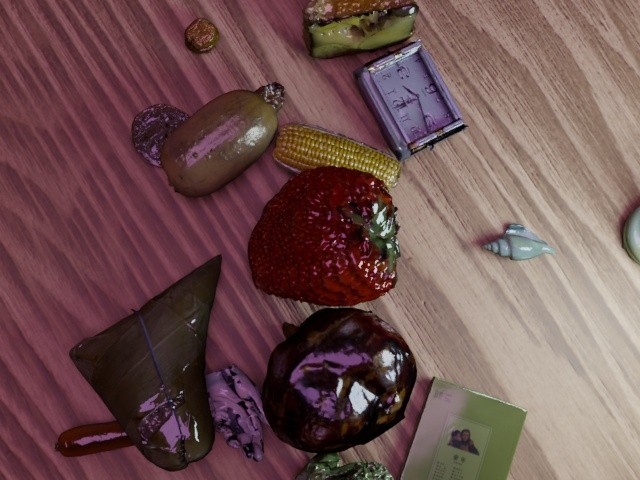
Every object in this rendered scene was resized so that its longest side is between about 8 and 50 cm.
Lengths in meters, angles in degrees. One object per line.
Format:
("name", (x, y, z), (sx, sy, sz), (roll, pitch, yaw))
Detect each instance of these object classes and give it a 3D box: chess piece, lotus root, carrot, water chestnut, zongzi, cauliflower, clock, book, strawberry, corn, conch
("chess piece", (0.810, -0.028, 1.711), (0.176, 0.298, 0.175), (1, 81, -5))
("lotus root", (-0.206, -0.233, 1.729), (0.343, 0.151, 0.169), (-40, 104, -5))
("carrot", (-0.462, 0.427, 1.687), (0.225, 0.067, 0.067), (-8, 84, -6))
("water chestnut", (0.012, 0.274, 1.639), (0.335, 0.335, 0.347), (-39, 57, -7))
("zongzi", (-0.274, 0.260, 1.645), (0.393, 0.174, 0.356), (-37, 69, -13))
("cauliflower", (0.025, 0.559, 1.638), (0.275, 0.272, 0.250), (-14, 53, -19))
("clock", (0.209, -0.323, 1.809), (0.186, 0.083, 0.253), (-26, 86, -6))
("book", (0.307, 0.511, 1.746), (0.239, 0.035, 0.352), (20, 82, -3))
("strawberry", (0.000, 0.000, 1.683), (0.351, 0.267, 0.312), (-13, 73, 27))
("corn", (0.040, -0.179, 1.773), (0.305, 0.122, 0.123), (20, 39, -4))
("conch", (0.455, 0.010, 1.806), (0.180, 0.088, 0.065), (2, 127, -10))

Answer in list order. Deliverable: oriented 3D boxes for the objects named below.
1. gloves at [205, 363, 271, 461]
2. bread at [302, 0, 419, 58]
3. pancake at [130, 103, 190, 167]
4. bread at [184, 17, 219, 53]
("gloves", (-0.178, 0.380, 1.694), (0.128, 0.111, 0.212), (-19, 83, -25))
("bread", (0.085, -0.514, 1.772), (0.262, 0.204, 0.162), (-5, 72, -1))
("pancake", (-0.360, -0.240, 1.790), (0.158, 0.028, 0.158), (1, 82, -6))
("bread", (-0.278, -0.480, 1.813), (0.081, 0.046, 0.083), (3, 85, 2))
